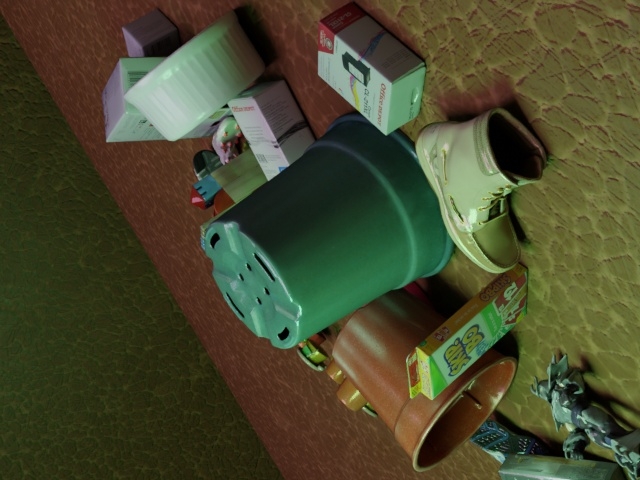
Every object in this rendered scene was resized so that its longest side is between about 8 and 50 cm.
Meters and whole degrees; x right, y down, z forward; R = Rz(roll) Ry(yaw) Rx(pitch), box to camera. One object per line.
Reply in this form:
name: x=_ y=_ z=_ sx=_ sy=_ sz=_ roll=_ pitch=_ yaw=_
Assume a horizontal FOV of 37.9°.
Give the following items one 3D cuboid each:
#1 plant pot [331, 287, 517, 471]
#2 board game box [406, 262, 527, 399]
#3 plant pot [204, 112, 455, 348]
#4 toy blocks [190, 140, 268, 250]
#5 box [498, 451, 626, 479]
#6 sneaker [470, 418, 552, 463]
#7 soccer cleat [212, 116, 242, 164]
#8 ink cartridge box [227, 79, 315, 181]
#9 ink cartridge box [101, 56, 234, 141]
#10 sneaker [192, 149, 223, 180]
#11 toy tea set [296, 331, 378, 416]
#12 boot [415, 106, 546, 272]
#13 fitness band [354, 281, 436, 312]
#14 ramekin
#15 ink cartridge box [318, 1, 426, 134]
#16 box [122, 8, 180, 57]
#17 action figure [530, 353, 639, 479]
plant pot: x=0.180 y=0.242 z=1.756 sx=0.265 sy=0.272 sz=0.272 roll=42 pitch=156 yaw=29
board game box: x=0.241 y=0.152 z=1.511 sx=0.039 sy=0.259 sz=0.124 roll=39 pitch=154 yaw=36
plant pot: x=0.000 y=0.000 z=1.644 sx=0.341 sy=0.334 sz=0.341 roll=38 pitch=148 yaw=30
toy blocks: x=-0.151 y=-0.035 z=2.084 sx=0.381 sy=0.261 sz=0.190 roll=48 pitch=159 yaw=18
box: x=0.467 y=0.487 z=1.724 sx=0.231 sy=0.056 sz=0.183 roll=-7 pitch=118 yaw=45
sneaker: x=0.400 y=0.425 z=1.874 sx=0.211 sy=0.080 sz=0.081 roll=33 pitch=178 yaw=40
soccer cleat: x=-0.229 y=-0.243 z=2.219 sx=0.076 sy=0.068 sz=0.196 roll=52 pitch=162 yaw=17
ink cartridge box: x=-0.090 y=-0.221 z=1.912 sx=0.148 sy=0.086 sz=0.203 roll=12 pitch=133 yaw=62
ink cartridge box: x=-0.354 y=-0.327 z=2.186 sx=0.309 sy=0.272 sz=0.130 roll=163 pitch=101 yaw=-68
sneaker: x=-0.252 y=-0.124 z=2.423 sx=0.228 sy=0.086 sz=0.132 roll=49 pitch=161 yaw=14
toy tea set: x=0.058 y=0.309 z=2.421 sx=0.336 sy=0.124 sz=0.200 roll=44 pitch=-174 yaw=19
boot: x=0.262 y=-0.068 z=1.374 sx=0.261 sy=0.095 sz=0.203 roll=63 pitch=157 yaw=-9
fitness band: x=0.152 y=0.142 z=1.999 sx=0.291 sy=0.054 sz=0.209 roll=16 pitch=134 yaw=58
ramekin: x=-0.242 y=-0.320 z=1.846 sx=0.135 sy=0.277 sz=0.277 roll=52 pitch=160 yaw=-12
ink cartridge box: x=0.078 y=-0.273 z=1.484 sx=0.175 sy=0.072 sz=0.127 roll=46 pitch=157 yaw=25
box: x=-0.394 y=-0.465 z=2.183 sx=0.087 sy=0.101 sz=0.102 roll=47 pitch=158 yaw=23
action figure: x=0.446 y=0.299 z=1.527 sx=0.285 sy=0.099 sz=0.185 roll=34 pitch=156 yaw=51
